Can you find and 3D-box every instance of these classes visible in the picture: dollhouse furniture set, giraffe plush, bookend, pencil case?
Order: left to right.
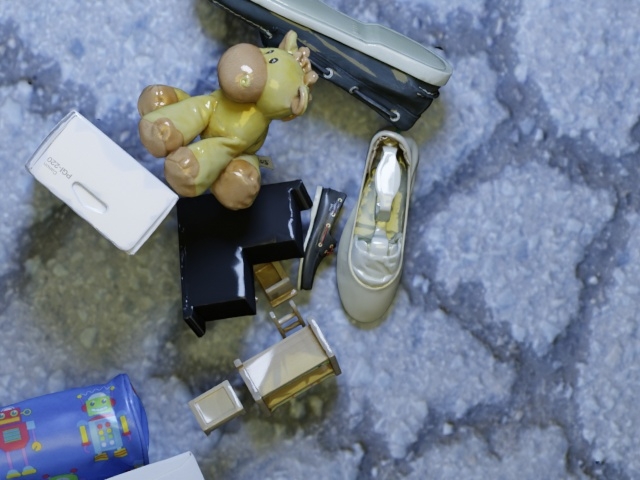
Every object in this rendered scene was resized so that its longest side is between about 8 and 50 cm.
[{"bbox_3d":[-0.355,0.255,1.904,0.306,0.133,0.119,-15,57,-6],"label":"pencil case"},{"bbox_3d":[-0.093,0.133,1.961,0.182,0.101,0.161,-30,70,-4],"label":"dollhouse furniture set"},{"bbox_3d":[-0.084,-0.152,1.822,0.170,0.210,0.181,-47,64,32],"label":"giraffe plush"},{"bbox_3d":[-0.085,0.021,1.903,0.157,0.072,0.156,-10,67,8],"label":"bookend"}]

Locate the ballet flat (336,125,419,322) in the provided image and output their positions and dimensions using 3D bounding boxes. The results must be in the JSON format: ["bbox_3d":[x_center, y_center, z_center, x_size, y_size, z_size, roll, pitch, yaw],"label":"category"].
[{"bbox_3d":[0.071,-0.020,1.960,0.086,0.086,0.248,8,91,-6],"label":"ballet flat"}]

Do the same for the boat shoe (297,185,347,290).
[{"bbox_3d":[0.000,0.000,1.969,0.042,0.049,0.133,15,86,2],"label":"boat shoe"}]

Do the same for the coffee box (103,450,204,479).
[{"bbox_3d":[-0.275,0.473,1.721,0.338,0.334,0.337,-15,73,-34],"label":"coffee box"}]

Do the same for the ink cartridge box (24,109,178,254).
[{"bbox_3d":[-0.253,-0.066,1.854,0.158,0.218,0.092,40,88,-6],"label":"ink cartridge box"}]

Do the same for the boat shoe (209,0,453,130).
[{"bbox_3d":[-0.015,-0.233,1.928,0.340,0.127,0.113,22,112,-8],"label":"boat shoe"}]
